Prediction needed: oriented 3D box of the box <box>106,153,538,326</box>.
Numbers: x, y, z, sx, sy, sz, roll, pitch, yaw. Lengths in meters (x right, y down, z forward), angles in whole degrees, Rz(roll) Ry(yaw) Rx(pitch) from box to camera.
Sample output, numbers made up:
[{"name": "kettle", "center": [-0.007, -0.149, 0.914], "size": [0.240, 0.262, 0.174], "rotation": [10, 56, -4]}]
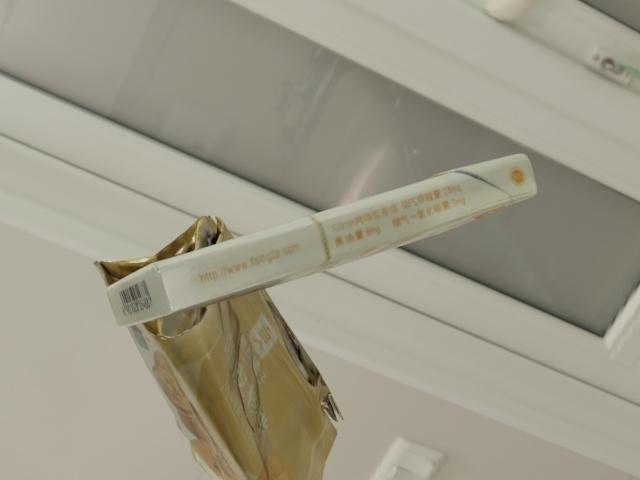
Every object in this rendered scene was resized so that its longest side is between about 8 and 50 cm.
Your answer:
[{"name": "box", "center": [0.000, 0.001, 0.524], "size": [0.122, 0.220, 0.032], "rotation": [-23, 85, 64]}]

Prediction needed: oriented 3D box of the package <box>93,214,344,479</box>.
[{"name": "package", "center": [-0.081, 0.136, 0.991], "size": [0.165, 0.311, 0.221], "rotation": [-33, 33, -18]}]
